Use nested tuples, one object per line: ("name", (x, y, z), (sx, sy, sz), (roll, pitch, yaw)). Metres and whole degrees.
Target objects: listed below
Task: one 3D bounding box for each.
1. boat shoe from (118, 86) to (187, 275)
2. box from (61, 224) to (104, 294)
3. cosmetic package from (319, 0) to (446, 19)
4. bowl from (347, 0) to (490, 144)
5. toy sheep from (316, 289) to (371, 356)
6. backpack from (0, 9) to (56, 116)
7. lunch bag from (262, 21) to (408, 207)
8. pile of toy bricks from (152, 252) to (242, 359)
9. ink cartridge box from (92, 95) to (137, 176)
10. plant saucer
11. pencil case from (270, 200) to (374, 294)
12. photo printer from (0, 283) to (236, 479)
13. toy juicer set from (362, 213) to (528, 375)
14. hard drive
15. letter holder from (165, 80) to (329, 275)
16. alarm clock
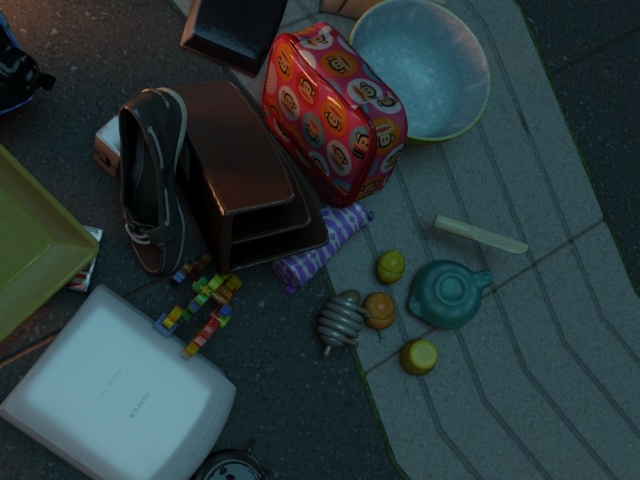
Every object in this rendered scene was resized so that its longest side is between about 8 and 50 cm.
("boat shoe", (-0.283, -0.080, 1.176), (0.112, 0.335, 0.095), (23, 31, 24))
("box", (-0.478, 0.014, 1.218), (0.207, 0.036, 0.114), (14, 74, -14))
("cosmetic package", (0.132, -0.568, 1.487), (0.225, 0.138, 0.224), (9, 76, -17))
("bowl", (0.165, -0.303, 1.426), (0.290, 0.156, 0.289), (4, 76, -17))
("toy sheep", (0.037, 0.149, 1.324), (0.091, 0.091, 0.132), (27, 76, -10))
("backpack", (-0.602, -0.305, 1.137), (0.277, 0.213, 0.263), (-29, 118, -23))
("lunch bag", (0.014, -0.211, 1.312), (0.120, 0.258, 0.293), (-26, 65, -29))
("pile of toy bricks", (-0.186, 0.084, 1.212), (0.118, 0.105, 0.212), (40, 32, -7))
("ink cartridge box", (-0.333, -0.174, 1.253), (0.056, 0.135, 0.099), (43, 70, -8))
("plant saucer", (-0.565, 0.003, 1.089), (0.333, 0.081, 0.333), (-44, 118, -10))
("pencil case", (0.000, 0.000, 1.350), (0.206, 0.088, 0.086), (-41, 55, -21))
("photo printer", (-0.307, 0.258, 1.179), (0.308, 0.107, 0.256), (38, 70, -6))
("toy juicer set", (0.214, 0.076, 1.401), (0.209, 0.089, 0.329), (39, 78, 8))
("hard drive", (-0.153, -0.459, 1.416), (0.172, 0.054, 0.254), (21, 72, -12))
("letter holder", (-0.116, -0.122, 1.236), (0.215, 0.152, 0.301), (-14, 54, -21))
("alarm clock", (-0.167, 0.424, 1.213), (0.192, 0.064, 0.129), (-27, 87, -18))
